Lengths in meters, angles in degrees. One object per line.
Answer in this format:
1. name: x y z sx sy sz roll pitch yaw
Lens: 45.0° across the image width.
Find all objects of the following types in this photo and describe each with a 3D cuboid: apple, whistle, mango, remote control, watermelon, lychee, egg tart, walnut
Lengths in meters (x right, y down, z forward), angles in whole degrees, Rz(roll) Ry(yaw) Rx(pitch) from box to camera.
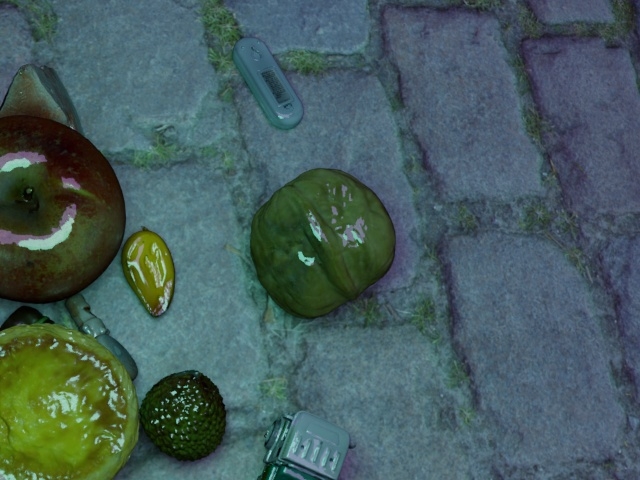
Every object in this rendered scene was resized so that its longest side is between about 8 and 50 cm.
1. apple: -0.522 -0.052 1.389 0.348 0.277 0.349 5 71 -15
2. whistle: -0.411 0.193 1.439 0.057 0.107 0.220 -39 71 0
3. mango: -0.337 0.060 1.526 0.101 0.066 0.188 -13 80 -31
4. remote control: -0.120 -0.364 1.768 0.087 0.047 0.244 -27 79 -22
5. watermelon: -0.586 -0.264 1.525 0.207 0.202 0.136 -30 43 -28
6. lychee: -0.248 0.323 1.410 0.171 0.171 0.171 6 68 -16
7. egg tart: -0.464 0.291 1.290 0.318 0.128 0.319 17 57 -29
8. walnut: -0.002 0.001 1.554 0.282 0.253 0.277 -25 79 -26

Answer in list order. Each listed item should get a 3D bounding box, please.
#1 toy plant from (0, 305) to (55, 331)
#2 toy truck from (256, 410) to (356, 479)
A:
1. toy plant: -0.501 0.195 1.406 0.162 0.093 0.093 37 63 -5
2. toy truck: -0.060 0.489 1.396 0.176 0.178 0.364 27 61 -7
